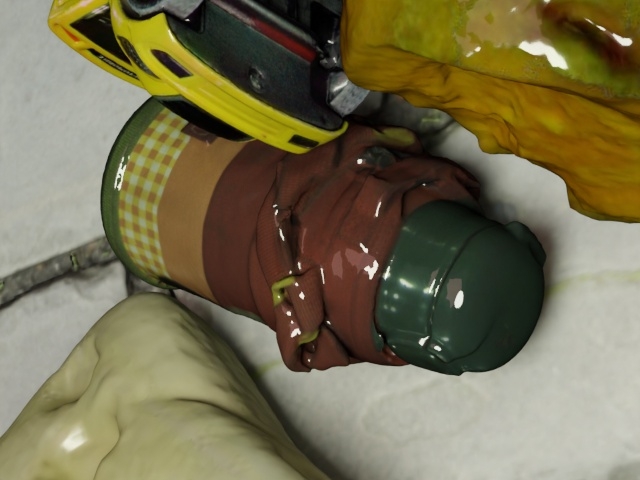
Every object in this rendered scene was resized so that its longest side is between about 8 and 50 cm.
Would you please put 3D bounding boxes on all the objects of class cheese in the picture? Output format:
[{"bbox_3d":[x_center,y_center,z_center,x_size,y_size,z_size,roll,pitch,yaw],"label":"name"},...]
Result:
[{"bbox_3d":[-0.118,0.234,1.096,0.328,0.129,0.351,-49,40,5],"label":"cheese"}]

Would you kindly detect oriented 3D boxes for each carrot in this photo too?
[{"bbox_3d":[0.136,-0.187,0.973,0.241,0.241,0.341,5,87,39],"label":"carrot"}]

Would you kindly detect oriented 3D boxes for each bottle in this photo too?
[{"bbox_3d":[0.000,0.000,1.100,0.271,0.143,0.156,22,72,39],"label":"bottle"}]

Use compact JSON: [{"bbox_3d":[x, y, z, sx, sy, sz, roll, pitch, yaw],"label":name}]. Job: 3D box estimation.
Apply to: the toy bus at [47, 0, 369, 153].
[{"bbox_3d":[-0.065,-0.194,1.095,0.151,0.145,0.331,-25,51,36],"label":"toy bus"}]
